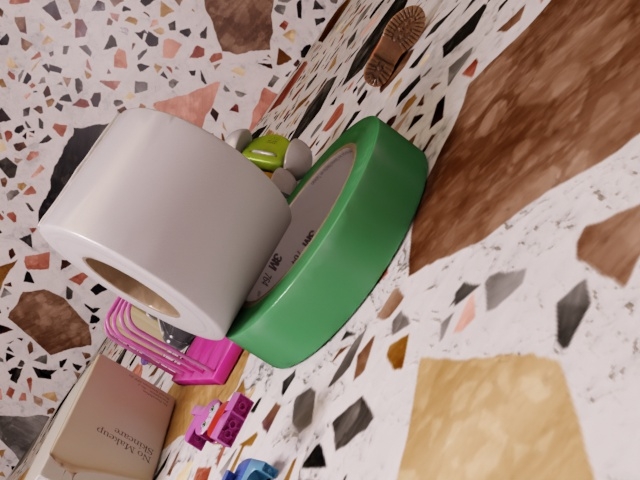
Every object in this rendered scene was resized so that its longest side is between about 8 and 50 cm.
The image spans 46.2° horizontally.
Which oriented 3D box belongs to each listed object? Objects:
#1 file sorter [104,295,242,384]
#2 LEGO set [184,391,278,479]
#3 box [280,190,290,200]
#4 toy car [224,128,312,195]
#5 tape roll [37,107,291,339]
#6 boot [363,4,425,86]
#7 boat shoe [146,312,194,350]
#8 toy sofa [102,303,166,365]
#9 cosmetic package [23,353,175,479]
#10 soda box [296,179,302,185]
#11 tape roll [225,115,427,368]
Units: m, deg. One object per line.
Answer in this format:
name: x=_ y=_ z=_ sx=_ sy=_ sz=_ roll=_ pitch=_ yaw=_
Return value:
file sorter: x=-0.221 y=0.101 z=1.211 sx=0.202 sy=0.182 sz=0.290 roll=-62 pitch=15 yaw=-20
LEGO set: x=-0.121 y=0.260 z=0.697 sx=0.093 sy=0.087 sz=0.227 roll=-9 pitch=47 yaw=51
box: x=-0.140 y=-0.046 z=1.146 sx=0.175 sy=0.220 sz=0.051 roll=-19 pitch=56 yaw=53
toy car: x=-0.103 y=-0.101 z=1.310 sx=0.136 sy=0.159 sz=0.182 roll=83 pitch=-156 yaw=-48
tape roll: x=-0.178 y=-0.014 z=0.886 sx=0.169 sy=0.246 sz=0.246 roll=-61 pitch=15 yaw=-19
boot: x=0.128 y=-0.352 z=1.345 sx=0.158 sy=0.059 sz=0.085 roll=-53 pitch=9 yaw=16
boat shoe: x=-0.301 y=0.132 z=1.577 sx=0.105 sy=0.113 sz=0.306 roll=-59 pitch=28 yaw=11
toy sofa: x=-0.378 y=0.111 z=1.799 sx=0.177 sy=0.150 sz=0.363 roll=-43 pitch=18 yaw=38
cosmetic package: x=-0.336 y=0.326 z=1.141 sx=0.113 sy=0.160 sz=0.309 roll=-51 pitch=15 yaw=16
soda box: x=-0.098 y=-0.082 z=1.471 sx=0.183 sy=0.063 sz=0.058 roll=-41 pitch=19 yaw=46
tape roll: x=0.000 y=0.000 z=0.920 sx=0.321 sy=0.077 sz=0.321 roll=-52 pitch=15 yaw=19
